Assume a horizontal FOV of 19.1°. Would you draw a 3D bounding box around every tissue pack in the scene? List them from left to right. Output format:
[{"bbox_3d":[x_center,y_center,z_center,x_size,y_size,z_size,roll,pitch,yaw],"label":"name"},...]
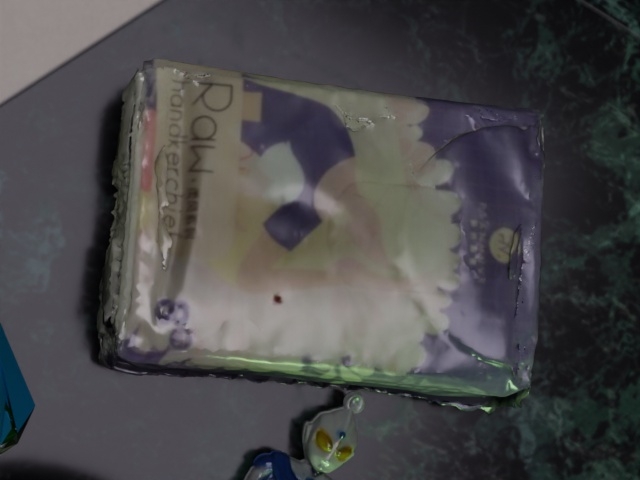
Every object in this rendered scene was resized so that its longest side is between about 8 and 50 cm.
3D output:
[{"bbox_3d":[0.000,0.000,1.520,0.343,0.125,0.242,7,79,-11],"label":"tissue pack"}]

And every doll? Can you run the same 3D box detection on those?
[{"bbox_3d":[-0.028,0.222,1.548,0.114,0.057,0.227,26,85,-7],"label":"doll"}]

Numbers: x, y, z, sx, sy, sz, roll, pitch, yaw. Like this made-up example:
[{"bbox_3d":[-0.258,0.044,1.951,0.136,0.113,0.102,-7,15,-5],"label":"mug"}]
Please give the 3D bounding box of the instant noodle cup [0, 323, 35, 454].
[{"bbox_3d":[-0.339,0.092,1.410,0.240,0.240,0.178,-21,102,-12],"label":"instant noodle cup"}]
